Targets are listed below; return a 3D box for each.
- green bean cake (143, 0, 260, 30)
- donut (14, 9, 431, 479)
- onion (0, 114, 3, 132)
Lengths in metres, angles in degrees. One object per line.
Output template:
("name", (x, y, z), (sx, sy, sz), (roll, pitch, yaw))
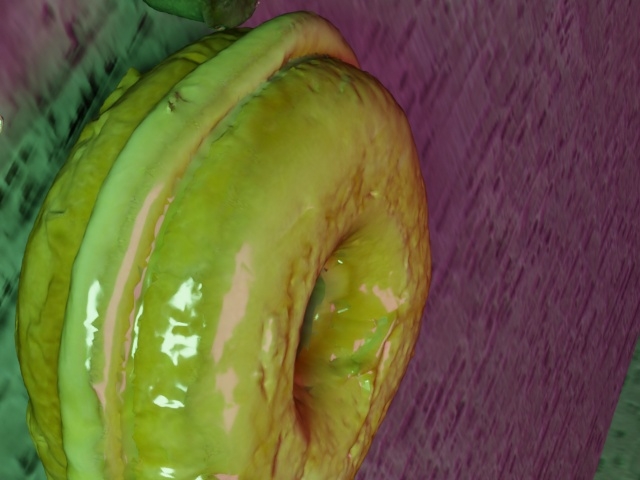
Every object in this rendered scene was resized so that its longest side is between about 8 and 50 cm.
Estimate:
("green bean cake", (-0.086, -0.264, 0.994), (0.181, 0.094, 0.173), (-65, 153, -28))
("donut", (-0.060, 0.043, 1.076), (0.449, 0.198, 0.449), (-42, 139, -53))
("onion", (-0.245, -0.083, 0.723), (0.151, 0.098, 0.206), (19, 91, -40))
